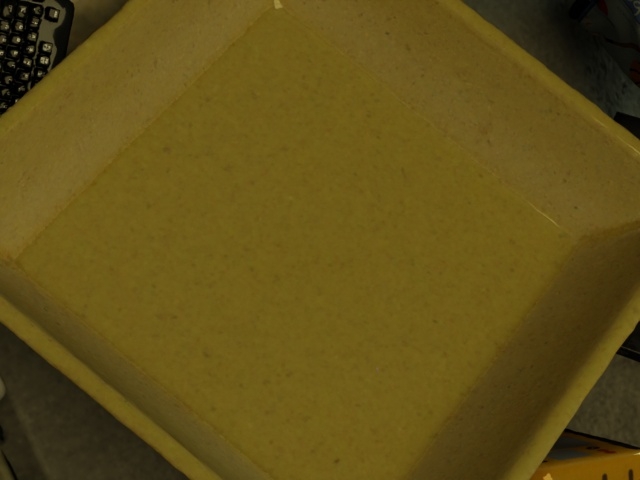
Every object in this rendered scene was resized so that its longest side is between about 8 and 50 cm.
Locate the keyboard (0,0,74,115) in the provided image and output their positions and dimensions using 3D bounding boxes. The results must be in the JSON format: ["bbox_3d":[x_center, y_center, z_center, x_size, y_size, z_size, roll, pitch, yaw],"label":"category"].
[{"bbox_3d":[-0.174,-0.055,0.785,0.100,0.038,0.192,11,87,-26],"label":"keyboard"}]

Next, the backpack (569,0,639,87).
[{"bbox_3d":[0.307,-0.178,0.898,0.263,0.276,0.213,-28,80,-8],"label":"backpack"}]

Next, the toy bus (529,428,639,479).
[{"bbox_3d":[0.174,0.298,0.922,0.130,0.108,0.332,-5,93,-26],"label":"toy bus"}]

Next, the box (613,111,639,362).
[{"bbox_3d":[0.224,0.000,0.942,0.162,0.116,0.029,-63,151,-13],"label":"box"}]

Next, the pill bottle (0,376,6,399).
[{"bbox_3d":[-0.256,0.092,0.712,0.169,0.094,0.094,-36,106,-15],"label":"pill bottle"}]

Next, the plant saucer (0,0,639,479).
[{"bbox_3d":[0.000,0.000,0.780,0.333,0.081,0.332,39,62,4],"label":"plant saucer"}]
